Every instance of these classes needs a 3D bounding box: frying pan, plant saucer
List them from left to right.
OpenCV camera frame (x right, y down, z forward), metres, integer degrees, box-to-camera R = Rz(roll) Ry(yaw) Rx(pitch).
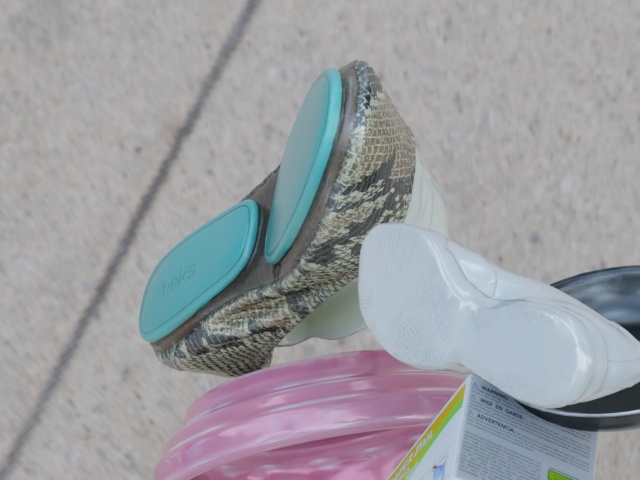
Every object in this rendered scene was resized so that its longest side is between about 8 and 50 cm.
[{"bbox_3d":[0.007,0.175,1.667,0.332,0.332,0.084,-11,72,3],"label":"plant saucer"},{"bbox_3d":[0.271,0.052,1.359,0.326,0.053,0.197,-28,31,-25],"label":"frying pan"}]

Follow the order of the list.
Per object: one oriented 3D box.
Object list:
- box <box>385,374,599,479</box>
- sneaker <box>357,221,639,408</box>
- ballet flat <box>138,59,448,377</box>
[{"bbox_3d":[0.111,0.215,1.382,0.114,0.203,0.103,24,44,-8],"label":"box"},{"bbox_3d":[0.109,0.048,1.087,0.212,0.094,0.080,29,111,47],"label":"sneaker"},{"bbox_3d":[0.000,0.000,1.539,0.182,0.483,0.164,18,60,-17],"label":"ballet flat"}]
